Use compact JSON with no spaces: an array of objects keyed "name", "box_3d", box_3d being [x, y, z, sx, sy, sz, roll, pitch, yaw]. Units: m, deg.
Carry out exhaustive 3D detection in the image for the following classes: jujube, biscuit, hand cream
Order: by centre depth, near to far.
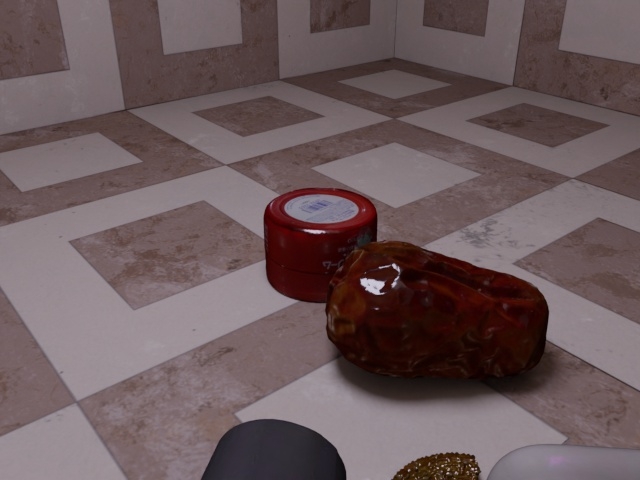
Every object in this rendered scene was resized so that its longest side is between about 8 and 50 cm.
[{"name":"biscuit","box_3d":[0.132,0.323,0.732,0.125,0.025,0.206,5,29,10]},{"name":"jujube","box_3d":[0.180,0.115,0.959,0.341,0.217,0.216,11,28,-5]},{"name":"hand cream","box_3d":[0.000,0.000,1.202,0.230,0.150,0.230,-1,26,1]}]

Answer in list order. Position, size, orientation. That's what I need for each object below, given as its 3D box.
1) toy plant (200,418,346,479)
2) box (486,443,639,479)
[{"name":"toy plant","box_3d":[-0.061,0.354,0.519,0.279,0.186,0.400,11,35,3]},{"name":"box","box_3d":[0.341,0.330,0.600,0.348,0.141,0.289,3,28,5]}]
